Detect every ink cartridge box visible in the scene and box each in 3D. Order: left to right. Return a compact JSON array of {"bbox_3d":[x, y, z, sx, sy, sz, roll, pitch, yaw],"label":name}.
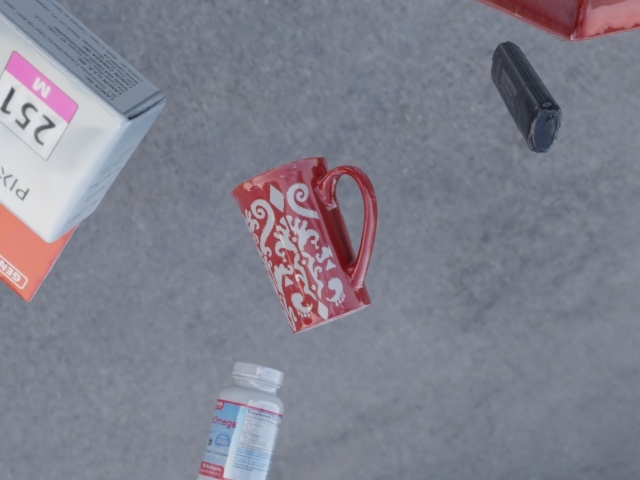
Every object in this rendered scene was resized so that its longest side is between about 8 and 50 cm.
[{"bbox_3d":[-0.274,-0.100,0.723,0.239,0.275,0.060,-49,-179,34],"label":"ink cartridge box"}]

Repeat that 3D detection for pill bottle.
[{"bbox_3d":[-0.096,0.239,1.319,0.087,0.160,0.087,12,167,3],"label":"pill bottle"}]

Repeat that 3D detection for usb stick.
[{"bbox_3d":[0.287,-0.208,1.468,0.045,0.278,0.077,1,118,-4],"label":"usb stick"}]

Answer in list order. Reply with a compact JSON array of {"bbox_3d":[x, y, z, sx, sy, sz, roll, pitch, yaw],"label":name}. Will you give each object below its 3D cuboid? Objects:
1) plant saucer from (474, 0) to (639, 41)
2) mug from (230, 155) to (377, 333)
[{"bbox_3d":[0.215,-0.167,0.539,0.258,0.047,0.259,-7,178,30],"label":"plant saucer"},{"bbox_3d":[-0.009,0.003,1.111,0.113,0.169,0.150,-17,174,-29],"label":"mug"}]
